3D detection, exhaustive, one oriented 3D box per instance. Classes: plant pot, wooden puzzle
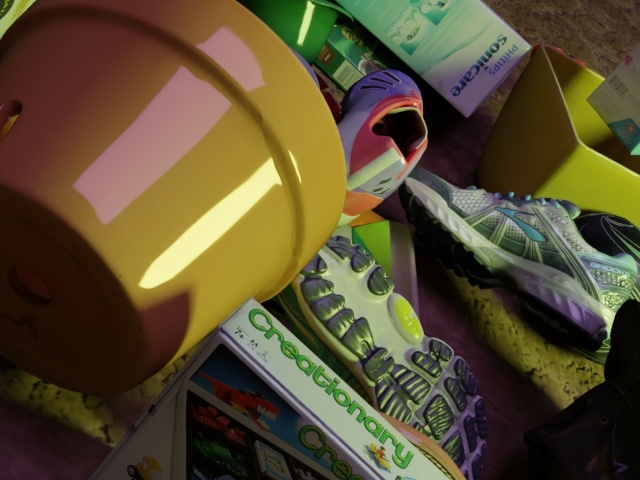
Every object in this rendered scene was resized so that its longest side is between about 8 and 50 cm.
[{"bbox_3d":[-0.153,-0.027,0.827,0.291,0.291,0.203,39,49,-4],"label":"plant pot"},{"bbox_3d":[0.316,-0.080,1.425,0.212,0.187,0.212,24,36,-24],"label":"plant pot"},{"bbox_3d":[0.000,0.000,1.140,0.239,0.044,0.221,27,36,-21],"label":"wooden puzzle"}]

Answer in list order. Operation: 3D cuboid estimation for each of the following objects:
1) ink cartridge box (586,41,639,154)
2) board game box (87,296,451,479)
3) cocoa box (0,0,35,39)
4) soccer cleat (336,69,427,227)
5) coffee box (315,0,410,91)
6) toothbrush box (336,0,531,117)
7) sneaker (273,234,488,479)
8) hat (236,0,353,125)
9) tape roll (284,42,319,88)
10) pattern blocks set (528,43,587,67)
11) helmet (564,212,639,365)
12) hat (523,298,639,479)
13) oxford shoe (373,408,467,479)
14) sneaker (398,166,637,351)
[{"bbox_3d":[0.405,-0.181,1.327,0.090,0.143,0.092,-3,53,-47],"label":"ink cartridge box"},{"bbox_3d":[0.005,0.206,0.766,0.305,0.193,0.053,43,33,2],"label":"board game box"},{"bbox_3d":[-0.326,-0.353,0.944,0.231,0.347,0.228,47,34,9],"label":"cocoa box"},{"bbox_3d":[0.074,-0.116,1.200,0.108,0.116,0.318,57,29,-12],"label":"soccer cleat"},{"bbox_3d":[0.021,-0.257,1.466,0.184,0.040,0.113,44,33,5],"label":"coffee box"},{"bbox_3d":[0.135,-0.309,1.515,0.295,0.126,0.216,41,14,1],"label":"toothbrush box"},{"bbox_3d":[0.051,0.113,1.002,0.107,0.110,0.275,-36,96,-29],"label":"sneaker"},{"bbox_3d":[-0.057,-0.190,1.329,0.173,0.183,0.209,8,4,-45],"label":"hat"},{"bbox_3d":[-0.101,-0.140,1.125,0.189,0.080,0.189,13,40,-11],"label":"tape roll"},{"bbox_3d":[0.417,-0.183,1.602,0.286,0.026,0.325,19,-8,12],"label":"pattern blocks set"},{"bbox_3d":[0.337,0.065,1.306,0.169,0.169,0.161,20,33,-29],"label":"helmet"},{"bbox_3d":[0.262,0.221,1.049,0.331,0.134,0.331,-12,90,-86],"label":"hat"},{"bbox_3d":[0.061,0.238,0.856,0.348,0.123,0.130,35,39,-7],"label":"oxford shoe"},{"bbox_3d":[0.213,-0.002,1.236,0.283,0.110,0.122,37,75,15],"label":"sneaker"}]
